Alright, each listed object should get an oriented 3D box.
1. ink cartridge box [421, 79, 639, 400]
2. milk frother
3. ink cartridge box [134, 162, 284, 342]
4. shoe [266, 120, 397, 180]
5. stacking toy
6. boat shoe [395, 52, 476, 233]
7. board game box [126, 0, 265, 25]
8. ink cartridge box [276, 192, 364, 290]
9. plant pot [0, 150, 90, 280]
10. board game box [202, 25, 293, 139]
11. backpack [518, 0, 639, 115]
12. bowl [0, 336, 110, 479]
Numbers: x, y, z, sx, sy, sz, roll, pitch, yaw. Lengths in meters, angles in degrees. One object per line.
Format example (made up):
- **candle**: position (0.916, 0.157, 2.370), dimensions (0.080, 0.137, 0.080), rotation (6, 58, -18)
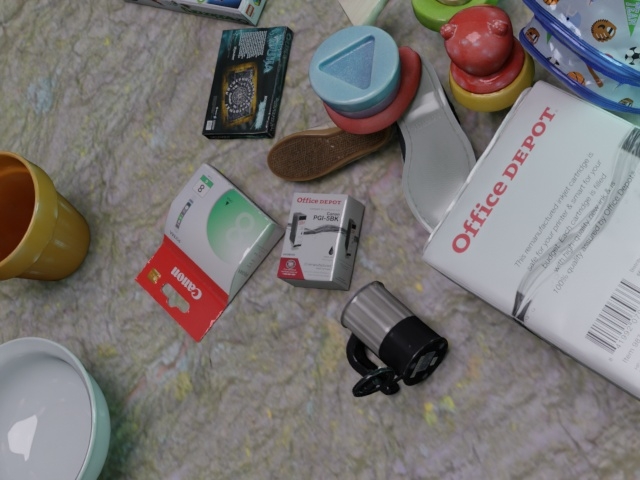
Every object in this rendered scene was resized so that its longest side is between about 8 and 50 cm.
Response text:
- **ink cartridge box**: position (0.373, 0.016, 1.607), dimensions (0.395, 0.166, 0.285), rotation (34, 90, 32)
- **milk frother**: position (0.074, 0.141, 1.740), dimensions (0.135, 0.143, 0.129), rotation (41, 102, 31)
- **ink cartridge box**: position (-0.186, 0.016, 1.981), dimensions (0.181, 0.056, 0.224), rotation (41, 93, 33)
- **shoe**: position (0.020, -0.143, 1.928), dimensions (0.219, 0.058, 0.076), rotation (-15, 97, 28)
- **stacking toy**: position (0.126, -0.306, 1.782), dimensions (0.309, 0.130, 0.279), rotation (-13, 60, 15)
- **boat shoe**: position (0.168, -0.127, 1.814), dimensions (0.114, 0.091, 0.302), rotation (-16, 64, 16)
- **board game box**: position (-0.205, -0.483, 2.164), dimensions (0.305, 0.053, 0.193), rotation (17, 81, 32)
- **ink cartridge box**: position (0.000, 0.000, 1.881), dimensions (0.099, 0.056, 0.135), rotation (3, 75, 30)
- **plant pot**: position (-0.483, -0.019, 2.074), dimensions (0.205, 0.188, 0.205), rotation (-9, 69, 26)
- **board game box**: position (-0.117, -0.254, 2.052), dimensions (0.126, 0.026, 0.186), rotation (2, 74, 29)
- **backpack**: position (0.378, -0.295, 1.657), dimensions (0.276, 0.263, 0.213), rotation (43, 109, 33)
- **bowl**: position (-0.429, 0.306, 1.963), dimensions (0.298, 0.134, 0.297), rotation (-10, 69, 26)
